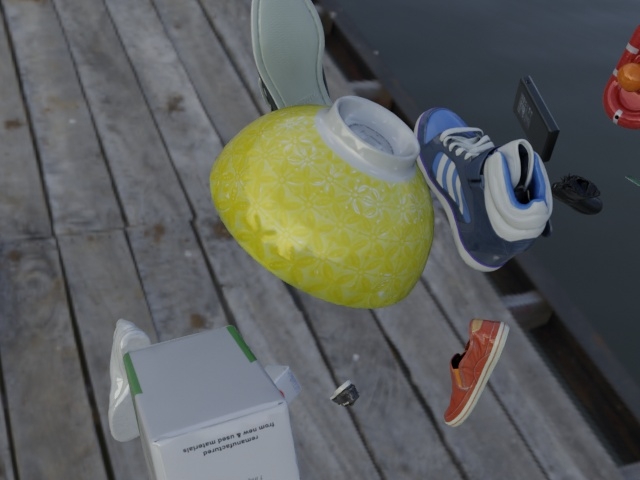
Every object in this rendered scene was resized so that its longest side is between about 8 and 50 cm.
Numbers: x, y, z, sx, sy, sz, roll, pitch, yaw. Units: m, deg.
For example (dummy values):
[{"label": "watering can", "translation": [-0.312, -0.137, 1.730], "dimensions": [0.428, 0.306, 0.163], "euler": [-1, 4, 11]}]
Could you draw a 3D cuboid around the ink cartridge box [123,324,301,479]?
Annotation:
[{"label": "ink cartridge box", "translation": [-0.087, 0.247, 0.803], "dimensions": [0.117, 0.278, 0.201], "euler": [-13, 17, -16]}]

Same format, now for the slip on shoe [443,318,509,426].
[{"label": "slip on shoe", "translation": [0.361, 0.320, 2.150], "dimensions": [0.101, 0.331, 0.123], "euler": [21, 34, 8]}]

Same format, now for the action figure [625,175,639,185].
[{"label": "action figure", "translation": [0.524, -0.069, 1.276], "dimensions": [0.137, 0.232, 0.064], "euler": [11, 82, 24]}]

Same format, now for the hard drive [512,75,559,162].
[{"label": "hard drive", "translation": [0.398, -0.224, 1.631], "dimensions": [0.022, 0.094, 0.135], "euler": [-14, 59, -8]}]

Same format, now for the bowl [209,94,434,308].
[{"label": "bowl", "translation": [0.029, -0.076, 1.042], "dimensions": [0.289, 0.156, 0.290], "euler": [22, 34, -16]}]

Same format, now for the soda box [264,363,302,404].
[{"label": "soda box", "translation": [-0.137, 0.363, 1.882], "dimensions": [0.073, 0.069, 0.216], "euler": [-1, 36, 45]}]

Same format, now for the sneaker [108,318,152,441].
[{"label": "sneaker", "translation": [-0.328, 0.235, 1.500], "dimensions": [0.080, 0.212, 0.094], "euler": [-2, 20, -32]}]

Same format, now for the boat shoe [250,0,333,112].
[{"label": "boat shoe", "translation": [-0.044, -0.241, 1.299], "dimensions": [0.114, 0.303, 0.091], "euler": [-20, 25, -15]}]

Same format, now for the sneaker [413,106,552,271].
[{"label": "sneaker", "translation": [0.271, -0.130, 1.416], "dimensions": [0.130, 0.236, 0.323], "euler": [-7, 65, -21]}]

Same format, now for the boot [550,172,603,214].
[{"label": "boot", "translation": [0.504, -0.088, 1.684], "dimensions": [0.121, 0.099, 0.045], "euler": [23, 81, -7]}]

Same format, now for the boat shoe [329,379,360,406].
[{"label": "boat shoe", "translation": [0.047, 0.277, 1.565], "dimensions": [0.046, 0.125, 0.038], "euler": [-35, 78, -16]}]

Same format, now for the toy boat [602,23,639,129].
[{"label": "toy boat", "translation": [0.660, -0.336, 1.804], "dimensions": [0.151, 0.231, 0.151], "euler": [-15, 47, -40]}]
